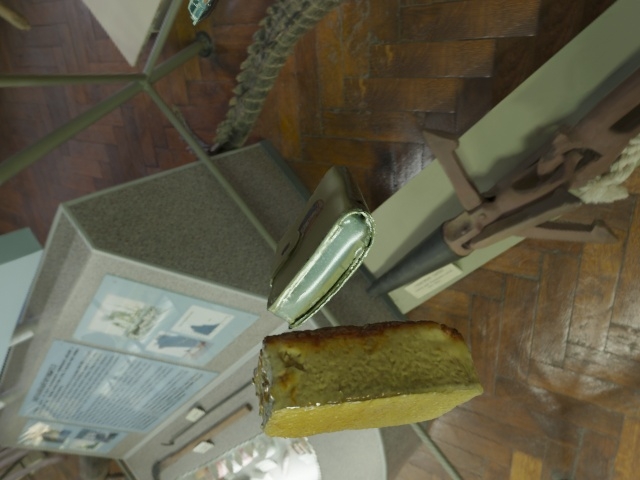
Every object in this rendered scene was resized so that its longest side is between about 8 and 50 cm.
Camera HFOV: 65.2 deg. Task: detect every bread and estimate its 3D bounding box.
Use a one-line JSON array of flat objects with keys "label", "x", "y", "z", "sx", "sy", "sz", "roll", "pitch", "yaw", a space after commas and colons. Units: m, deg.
[{"label": "bread", "x": 0.054, "y": 0.187, "z": 0.674, "sx": 0.184, "sy": 0.275, "sz": 0.114, "roll": 111, "pitch": 155, "yaw": -57}]

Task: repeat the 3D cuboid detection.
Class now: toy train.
[{"label": "toy train", "x": -0.155, "y": -0.411, "z": 0.760, "sx": 0.047, "sy": 0.043, "sz": 0.207, "roll": 37, "pitch": 140, "yaw": -16}]

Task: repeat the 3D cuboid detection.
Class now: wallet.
[{"label": "wallet", "x": 0.000, "y": 0.000, "z": 0.422, "sx": 0.039, "sy": 0.155, "sz": 0.110, "roll": 35, "pitch": 105, "yaw": -13}]
